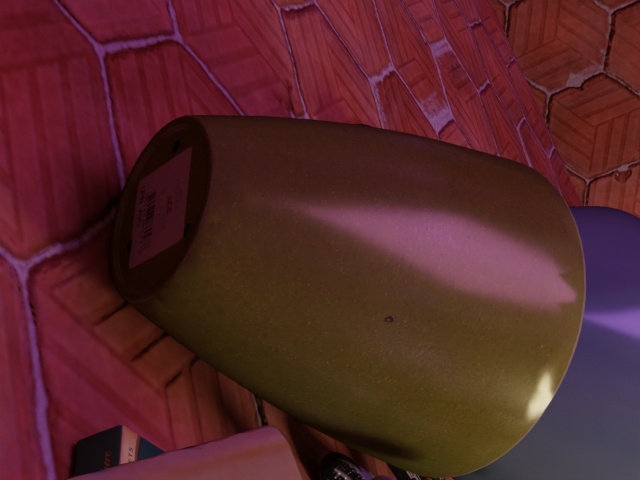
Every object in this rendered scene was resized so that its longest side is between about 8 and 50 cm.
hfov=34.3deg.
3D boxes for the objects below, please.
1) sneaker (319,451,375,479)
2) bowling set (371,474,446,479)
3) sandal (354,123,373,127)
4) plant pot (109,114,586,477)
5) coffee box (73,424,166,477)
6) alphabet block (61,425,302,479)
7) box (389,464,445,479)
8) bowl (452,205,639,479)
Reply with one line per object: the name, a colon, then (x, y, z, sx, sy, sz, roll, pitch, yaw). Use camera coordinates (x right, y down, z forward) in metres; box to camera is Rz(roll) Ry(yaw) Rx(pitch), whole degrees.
sneaker: (0.028, 0.218, 0.921, 0.109, 0.040, 0.044, 55, 12, -38)
bowling set: (0.135, 0.274, 0.874, 0.200, 0.154, 0.287, -48, 120, -54)
sandal: (0.110, -0.005, 1.259, 0.303, 0.086, 0.120, 56, 26, 11)
plant pot: (0.000, 0.021, 0.791, 0.293, 0.274, 0.275, 20, 48, -35)
coffee box: (-0.087, 0.206, 0.661, 0.184, 0.040, 0.113, 46, 30, -41)
alphabet block: (-0.107, 0.203, 0.429, 0.197, 0.192, 0.194, 5, 66, -66)
box: (0.082, 0.142, 1.098, 0.184, 0.045, 0.191, 56, 26, -20)
bowl: (0.164, 0.097, 0.949, 0.163, 0.311, 0.312, 16, 49, -28)
